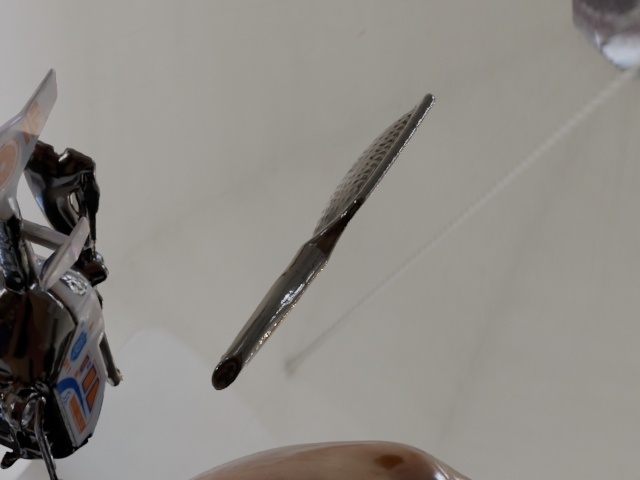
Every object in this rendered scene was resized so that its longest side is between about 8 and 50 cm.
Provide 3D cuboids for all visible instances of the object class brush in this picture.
[{"bbox_3d":[0.000,0.000,0.867,0.016,0.193,0.063,36,-43,-3],"label":"brush"}]

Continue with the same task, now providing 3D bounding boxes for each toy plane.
[{"bbox_3d":[-0.102,0.024,0.675,0.053,0.197,0.078,21,-121,15],"label":"toy plane"}]

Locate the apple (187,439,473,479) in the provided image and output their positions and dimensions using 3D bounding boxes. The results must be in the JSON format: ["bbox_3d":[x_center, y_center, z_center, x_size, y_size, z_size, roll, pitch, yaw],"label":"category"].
[{"bbox_3d":[0.002,0.201,0.919,0.234,0.234,0.234,1,-78,7],"label":"apple"}]
